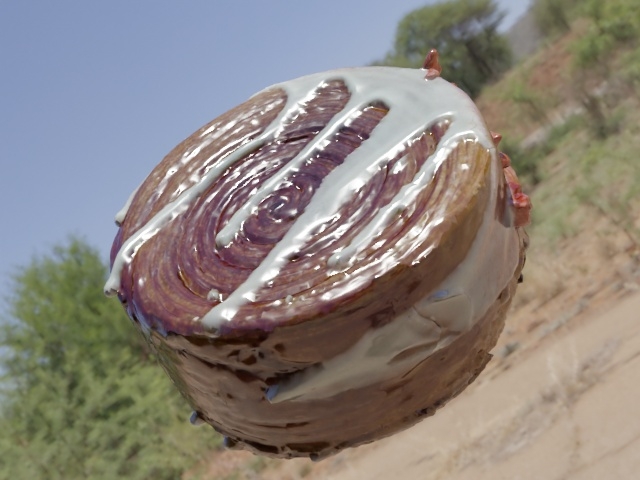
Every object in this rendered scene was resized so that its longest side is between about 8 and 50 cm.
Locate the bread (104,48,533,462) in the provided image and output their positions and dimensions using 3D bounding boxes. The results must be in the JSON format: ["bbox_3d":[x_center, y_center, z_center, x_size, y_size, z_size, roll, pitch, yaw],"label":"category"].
[{"bbox_3d":[0.000,0.000,0.412,0.160,0.073,0.160,-19,36,14],"label":"bread"}]
